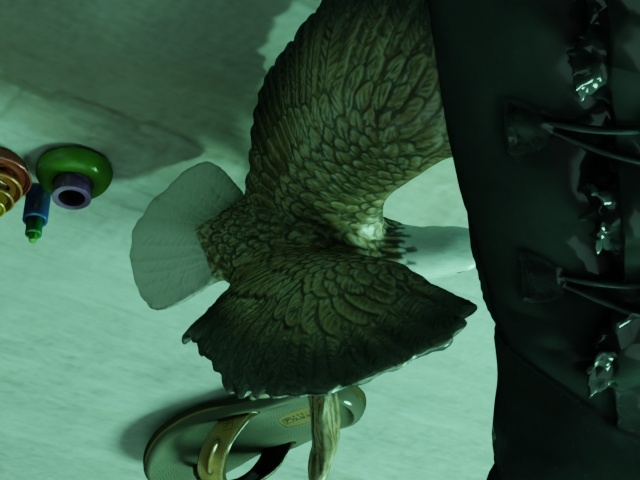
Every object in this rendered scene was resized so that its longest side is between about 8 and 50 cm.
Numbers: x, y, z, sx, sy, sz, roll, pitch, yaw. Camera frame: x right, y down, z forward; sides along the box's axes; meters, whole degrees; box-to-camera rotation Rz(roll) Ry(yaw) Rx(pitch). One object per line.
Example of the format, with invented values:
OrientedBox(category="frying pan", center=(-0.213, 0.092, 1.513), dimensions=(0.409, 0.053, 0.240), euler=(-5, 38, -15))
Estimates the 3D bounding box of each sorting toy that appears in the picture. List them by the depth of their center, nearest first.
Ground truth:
OrientedBox(category="sorting toy", center=(-0.189, -0.029, 1.065), dimensions=(0.102, 0.042, 0.061), euler=(1, 144, -3))

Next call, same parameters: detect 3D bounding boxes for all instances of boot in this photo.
OrientedBox(category="boot", center=(0.239, -0.026, 0.727), dimensions=(0.367, 0.146, 0.445), euler=(-1, 122, 11))

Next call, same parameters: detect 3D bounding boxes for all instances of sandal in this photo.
OrientedBox(category="sandal", center=(-0.058, 0.172, 1.330), dimensions=(0.219, 0.060, 0.090), euler=(-20, 140, 25))

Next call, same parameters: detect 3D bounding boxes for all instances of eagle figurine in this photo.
OrientedBox(category="eagle figurine", center=(0.011, -0.003, 0.965), dimensions=(0.225, 0.226, 0.298), euler=(-30, 166, -11))
